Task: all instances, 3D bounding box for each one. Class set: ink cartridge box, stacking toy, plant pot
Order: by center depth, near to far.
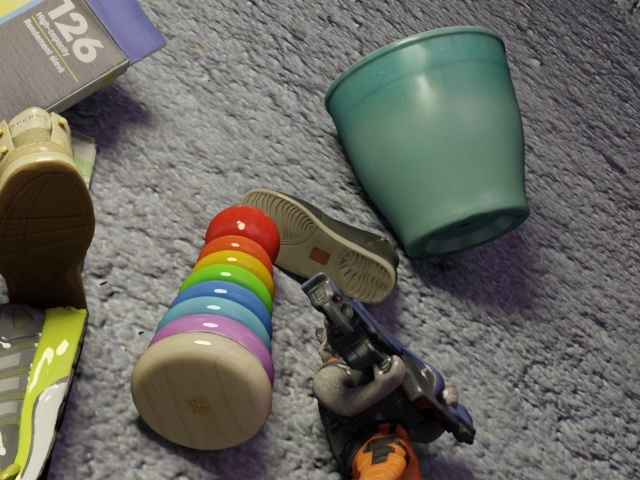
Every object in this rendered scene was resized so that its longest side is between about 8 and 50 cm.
[{"bbox_3d":[-0.102,0.072,1.214,0.141,0.141,0.330,32,30,-13],"label":"stacking toy"},{"bbox_3d":[-0.361,-0.282,1.236,0.307,0.072,0.303,-40,97,-29],"label":"ink cartridge box"},{"bbox_3d":[0.171,-0.122,1.561,0.272,0.272,0.255,-1,67,-44],"label":"plant pot"}]

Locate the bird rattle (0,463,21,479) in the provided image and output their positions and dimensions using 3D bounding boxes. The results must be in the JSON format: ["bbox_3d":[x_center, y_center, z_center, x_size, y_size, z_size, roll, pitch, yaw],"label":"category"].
[{"bbox_3d":[-0.328,0.202,0.750,0.254,0.207,0.143,-10,52,-18],"label":"bird rattle"}]

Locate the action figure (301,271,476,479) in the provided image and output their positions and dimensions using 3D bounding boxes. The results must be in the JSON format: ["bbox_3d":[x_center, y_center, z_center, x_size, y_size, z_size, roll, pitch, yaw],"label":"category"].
[{"bbox_3d":[0.036,0.195,1.165,0.341,0.179,0.330,48,22,-36],"label":"action figure"}]

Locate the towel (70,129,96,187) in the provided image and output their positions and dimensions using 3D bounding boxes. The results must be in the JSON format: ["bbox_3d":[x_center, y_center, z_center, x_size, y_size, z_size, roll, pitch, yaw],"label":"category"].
[{"bbox_3d":[-0.316,-0.079,1.255,0.113,0.023,0.152,21,42,-23],"label":"towel"}]

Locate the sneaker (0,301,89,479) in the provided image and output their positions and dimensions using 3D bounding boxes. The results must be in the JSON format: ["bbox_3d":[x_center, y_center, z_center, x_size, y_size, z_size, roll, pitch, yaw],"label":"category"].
[{"bbox_3d":[-0.291,0.169,0.960,0.121,0.111,0.300,14,39,-8],"label":"sneaker"}]

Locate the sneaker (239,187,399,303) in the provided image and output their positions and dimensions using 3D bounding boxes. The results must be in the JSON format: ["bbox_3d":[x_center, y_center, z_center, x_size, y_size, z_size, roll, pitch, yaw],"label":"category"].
[{"bbox_3d":[0.000,0.000,1.431,0.222,0.083,0.118,33,17,0],"label":"sneaker"}]

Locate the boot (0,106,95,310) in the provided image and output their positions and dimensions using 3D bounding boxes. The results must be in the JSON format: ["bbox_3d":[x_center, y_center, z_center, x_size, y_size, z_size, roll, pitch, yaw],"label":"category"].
[{"bbox_3d":[-0.272,-0.058,1.063,0.095,0.262,0.203,-7,58,-12],"label":"boot"}]
